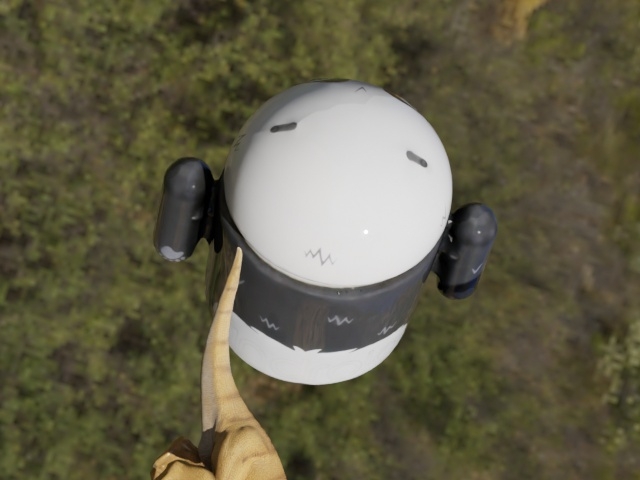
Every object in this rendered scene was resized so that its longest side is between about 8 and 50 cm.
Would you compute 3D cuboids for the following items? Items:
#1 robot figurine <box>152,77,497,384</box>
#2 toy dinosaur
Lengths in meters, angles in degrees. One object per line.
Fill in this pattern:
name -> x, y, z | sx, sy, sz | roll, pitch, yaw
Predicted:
robot figurine -> 0.002, -0.002, 1.159 | 0.209, 0.173, 0.278 | -27, 156, -23
toy dinosaur -> -0.056, 0.126, 0.926 | 0.064, 0.112, 0.211 | 41, 27, -73
